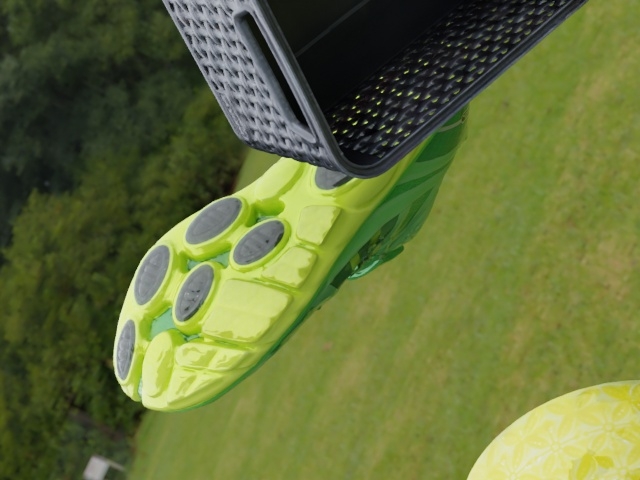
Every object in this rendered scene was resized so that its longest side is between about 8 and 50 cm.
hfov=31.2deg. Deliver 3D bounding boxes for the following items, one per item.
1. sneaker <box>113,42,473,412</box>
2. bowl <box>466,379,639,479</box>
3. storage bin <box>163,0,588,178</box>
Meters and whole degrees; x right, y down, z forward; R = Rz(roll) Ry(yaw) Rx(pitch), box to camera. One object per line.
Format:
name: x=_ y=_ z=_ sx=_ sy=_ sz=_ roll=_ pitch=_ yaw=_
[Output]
sneaker: x=0.000 y=0.000 z=0.705 sx=0.295 sy=0.109 sz=0.123 roll=-46 pitch=-36 yaw=-11
bowl: x=0.277 y=0.280 z=1.003 sx=0.289 sy=0.290 sz=0.156 roll=-61 pitch=18 yaw=26
storage bin: x=0.030 y=-0.126 z=0.517 sx=0.180 sy=0.122 sz=0.084 roll=-40 pitch=32 yaw=-20
